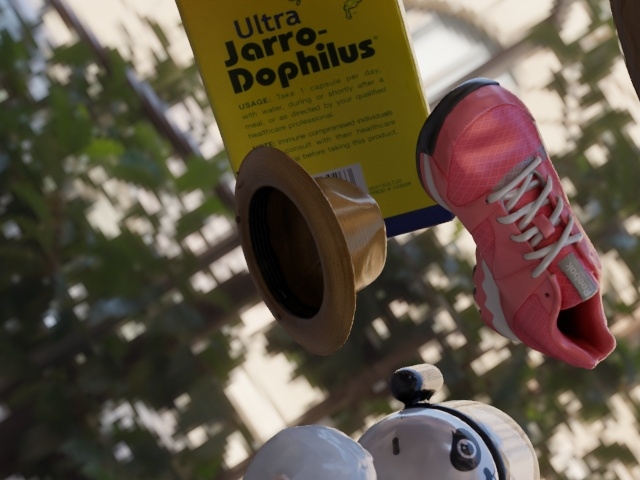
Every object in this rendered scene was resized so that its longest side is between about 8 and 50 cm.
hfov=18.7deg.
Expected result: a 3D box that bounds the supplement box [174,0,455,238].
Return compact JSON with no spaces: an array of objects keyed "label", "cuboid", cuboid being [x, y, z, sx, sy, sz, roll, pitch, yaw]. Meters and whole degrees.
[{"label":"supplement box","cuboid":[-0.013,-0.186,1.822,0.194,0.195,0.357,-98,172,-58]}]

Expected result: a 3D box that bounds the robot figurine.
[{"label":"robot figurine","cuboid":[0.133,0.253,2.035,0.209,0.174,0.278,35,10,19]}]

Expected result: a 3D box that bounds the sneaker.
[{"label":"sneaker","cuboid":[0.186,-0.010,1.657,0.136,0.116,0.314,38,-18,45]}]

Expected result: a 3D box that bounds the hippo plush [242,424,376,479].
[{"label":"hippo plush","cuboid":[0.030,0.245,1.379,0.236,0.234,0.294,37,-58,12]}]

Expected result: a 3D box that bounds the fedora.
[{"label":"fedora","cuboid":[0.000,0.000,1.602,0.194,0.079,0.194,46,-33,42]}]

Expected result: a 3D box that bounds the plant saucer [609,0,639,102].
[{"label":"plant saucer","cuboid":[0.331,-0.186,1.832,0.278,0.041,0.278,161,-90,-84]}]
